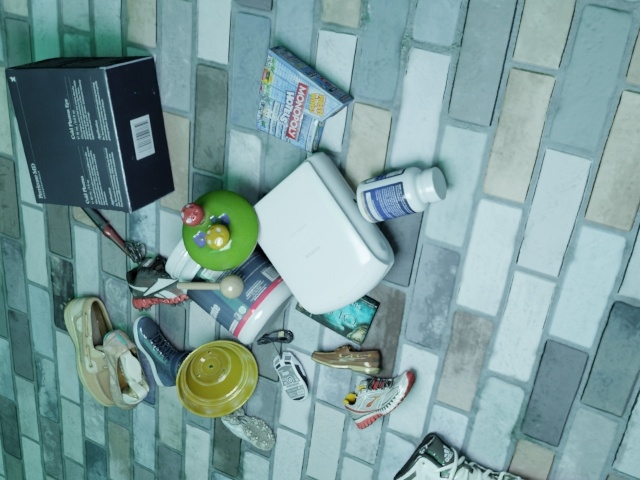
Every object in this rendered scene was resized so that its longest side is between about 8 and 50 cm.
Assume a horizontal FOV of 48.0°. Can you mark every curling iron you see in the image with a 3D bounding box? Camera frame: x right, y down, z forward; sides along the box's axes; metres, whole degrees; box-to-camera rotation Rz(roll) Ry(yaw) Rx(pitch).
[{"bbox_3d":[-0.570,-0.038,1.937,0.274,0.035,0.068,43,127,4],"label":"curling iron"}]

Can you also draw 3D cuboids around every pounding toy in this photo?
[{"bbox_3d":[-0.241,-0.001,1.557,0.182,0.110,0.237,7,85,19],"label":"pounding toy"}]

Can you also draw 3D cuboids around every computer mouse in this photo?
[{"bbox_3d":[-0.083,0.319,1.831,0.106,0.042,0.193,-22,94,29],"label":"computer mouse"}]

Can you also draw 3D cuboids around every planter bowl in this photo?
[{"bbox_3d":[-0.280,0.348,1.892,0.090,0.217,0.217,-142,41,-63],"label":"planter bowl"}]

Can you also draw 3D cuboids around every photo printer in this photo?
[{"bbox_3d":[0.000,0.000,1.585,0.256,0.107,0.308,-37,85,34],"label":"photo printer"}]

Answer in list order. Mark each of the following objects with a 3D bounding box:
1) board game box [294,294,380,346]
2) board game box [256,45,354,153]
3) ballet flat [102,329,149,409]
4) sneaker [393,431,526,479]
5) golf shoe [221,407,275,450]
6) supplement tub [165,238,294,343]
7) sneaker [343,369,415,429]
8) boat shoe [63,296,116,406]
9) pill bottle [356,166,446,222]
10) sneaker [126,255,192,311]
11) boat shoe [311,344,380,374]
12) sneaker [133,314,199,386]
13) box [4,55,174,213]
[{"bbox_3d":[0.037,0.156,1.700,0.186,0.026,0.126,28,121,15],"label":"board game box"},{"bbox_3d":[-0.037,-0.285,1.525,0.194,0.060,0.194,26,121,17],"label":"board game box"},{"bbox_3d":[-0.542,0.392,2.035,0.106,0.107,0.316,26,139,32],"label":"ballet flat"},{"bbox_3d":[0.349,0.564,1.625,0.447,0.169,0.258,-22,102,36],"label":"sneaker"},{"bbox_3d":[-0.201,0.521,1.981,0.176,0.069,0.086,36,144,13],"label":"golf shoe"},{"bbox_3d":[-0.212,0.096,1.707,0.272,0.191,0.191,39,124,8],"label":"supplement tub"},{"bbox_3d":[0.135,0.366,1.704,0.093,0.088,0.225,49,125,3],"label":"sneaker"},{"bbox_3d":[-0.638,0.327,2.084,0.110,0.121,0.341,-9,106,32],"label":"boat shoe"},{"bbox_3d":[0.168,-0.097,1.475,0.169,0.094,0.094,-13,105,32],"label":"pill bottle"},{"bbox_3d":[-0.404,0.102,1.869,0.276,0.097,0.135,-11,109,33],"label":"sneaker"},{"bbox_3d":[0.063,0.281,1.727,0.177,0.064,0.060,5,83,25],"label":"boat shoe"},{"bbox_3d":[-0.409,0.301,1.964,0.163,0.086,0.226,-6,114,38],"label":"sneaker"},{"bbox_3d":[-0.552,-0.263,1.741,0.312,0.179,0.344,7,114,25],"label":"box"}]
